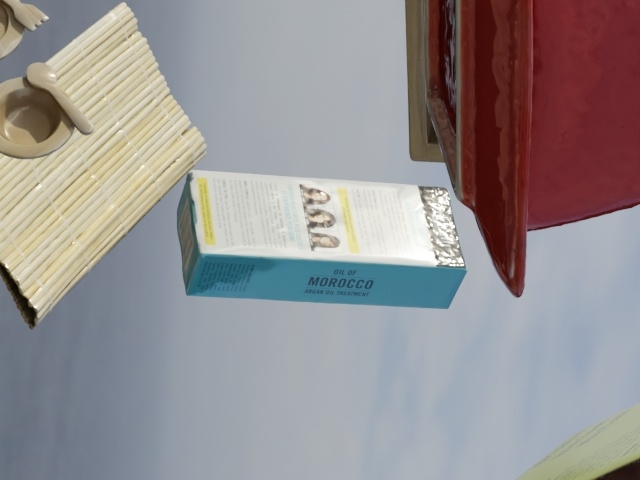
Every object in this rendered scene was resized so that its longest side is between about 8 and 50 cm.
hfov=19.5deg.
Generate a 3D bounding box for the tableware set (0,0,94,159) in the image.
[{"bbox_3d":[-0.219,-0.082,1.051,0.141,0.168,0.020,54,-23,22],"label":"tableware set"}]

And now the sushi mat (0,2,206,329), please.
[{"bbox_3d":[-0.189,-0.069,1.479,0.151,0.019,0.316,59,32,-14],"label":"sushi mat"}]

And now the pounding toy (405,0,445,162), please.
[{"bbox_3d":[0.163,-0.143,1.157,0.094,0.206,0.181,-47,138,-63],"label":"pounding toy"}]

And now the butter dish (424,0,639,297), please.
[{"bbox_3d":[0.097,-0.080,0.610,0.160,0.118,0.160,-95,-177,-67],"label":"butter dish"}]

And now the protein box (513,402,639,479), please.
[{"bbox_3d":[0.194,0.149,0.922,0.200,0.201,0.136,-24,84,-56],"label":"protein box"}]

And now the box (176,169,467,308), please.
[{"bbox_3d":[0.000,0.000,1.652,0.060,0.244,0.100,112,-24,-46],"label":"box"}]
